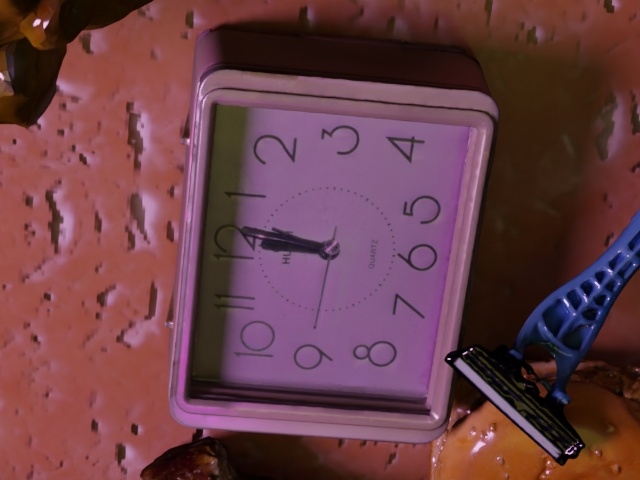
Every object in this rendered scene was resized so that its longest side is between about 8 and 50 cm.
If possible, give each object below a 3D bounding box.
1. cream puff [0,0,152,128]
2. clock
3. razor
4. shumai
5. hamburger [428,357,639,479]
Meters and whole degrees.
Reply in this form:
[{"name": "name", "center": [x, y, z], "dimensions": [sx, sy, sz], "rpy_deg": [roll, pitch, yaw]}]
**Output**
[{"name": "cream puff", "center": [-0.164, -0.194, 0.544], "dimensions": [0.378, 0.275, 0.378], "rpy_deg": [-21, 136, -22]}, {"name": "clock", "center": [0.000, 0.000, 0.787], "dimensions": [0.147, 0.071, 0.192], "rpy_deg": [5, 114, -6]}, {"name": "razor", "center": [0.169, -0.012, 0.782], "dimensions": [0.082, 0.042, 0.253], "rpy_deg": [40, 91, -9]}, {"name": "shumai", "center": [-0.050, 0.147, 0.845], "dimensions": [0.123, 0.099, 0.087], "rpy_deg": [-16, 93, -21]}, {"name": "hamburger", "center": [0.127, 0.130, 0.847], "dimensions": [0.138, 0.083, 0.147], "rpy_deg": [2, 117, -4]}]
